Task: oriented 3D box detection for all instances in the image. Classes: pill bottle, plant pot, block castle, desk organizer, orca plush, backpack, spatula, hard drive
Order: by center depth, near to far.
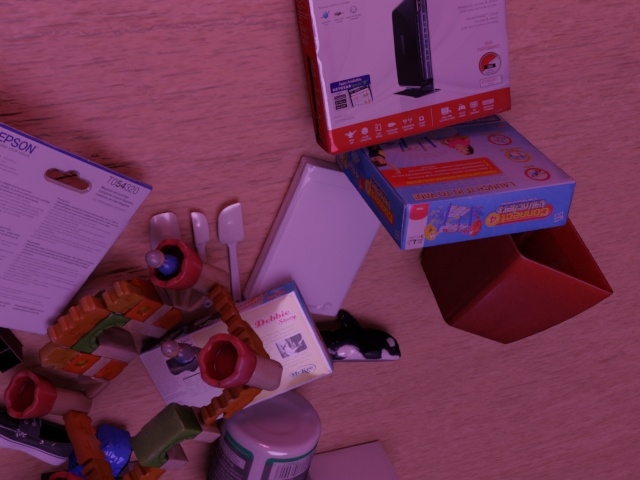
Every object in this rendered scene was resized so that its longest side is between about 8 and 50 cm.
[{"bbox_3d":[-0.319,0.236,1.484,0.453,0.303,0.213,-41,148,13],"label":"block castle"},{"bbox_3d":[-0.572,0.168,1.531,0.047,0.050,0.130,-27,129,-3],"label":"desk organizer"},{"bbox_3d":[-0.221,0.040,1.615,0.168,0.019,0.242,-12,130,-16],"label":"spatula"},{"bbox_3d":[0.000,0.000,1.664,0.203,0.040,0.307,11,117,-29],"label":"hard drive"},{"bbox_3d":[0.356,0.050,1.725,0.267,0.267,0.236,19,126,-32],"label":"plant pot"},{"bbox_3d":[-0.435,0.428,1.740,0.101,0.098,0.120,31,108,-34],"label":"backpack"},{"bbox_3d":[0.032,0.198,1.809,0.287,0.102,0.151,0,168,-11],"label":"orca plush"},{"bbox_3d":[-0.137,0.500,1.847,0.204,0.204,0.361,3,122,-25],"label":"pill bottle"}]

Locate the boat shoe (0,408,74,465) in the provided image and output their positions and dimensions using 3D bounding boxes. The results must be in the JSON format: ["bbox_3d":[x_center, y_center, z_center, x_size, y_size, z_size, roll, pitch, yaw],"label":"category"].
[{"bbox_3d":[-0.550,0.356,1.656,0.076,0.080,0.228,-45,129,3],"label":"boat shoe"}]

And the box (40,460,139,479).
[{"bbox_3d":[-0.466,0.557,1.843,0.231,0.056,0.183,-3,124,-21],"label":"box"}]

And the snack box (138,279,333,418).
[{"bbox_3d":[-0.158,0.222,1.669,0.322,0.060,0.187,-22,108,6],"label":"snack box"}]

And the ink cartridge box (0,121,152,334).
[{"bbox_3d":[-0.473,-0.015,1.367,0.330,0.071,0.324,-53,147,8],"label":"ink cartridge box"}]

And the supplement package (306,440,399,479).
[{"bbox_3d":[0.072,0.644,2.038,0.199,0.198,0.262,-8,126,-17],"label":"supplement package"}]

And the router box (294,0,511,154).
[{"bbox_3d":[0.137,-0.326,1.433,0.335,0.082,0.301,-16,116,-13],"label":"router box"}]

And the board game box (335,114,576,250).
[{"bbox_3d":[0.220,-0.119,1.506,0.308,0.302,0.086,-8,125,-17],"label":"board game box"}]
